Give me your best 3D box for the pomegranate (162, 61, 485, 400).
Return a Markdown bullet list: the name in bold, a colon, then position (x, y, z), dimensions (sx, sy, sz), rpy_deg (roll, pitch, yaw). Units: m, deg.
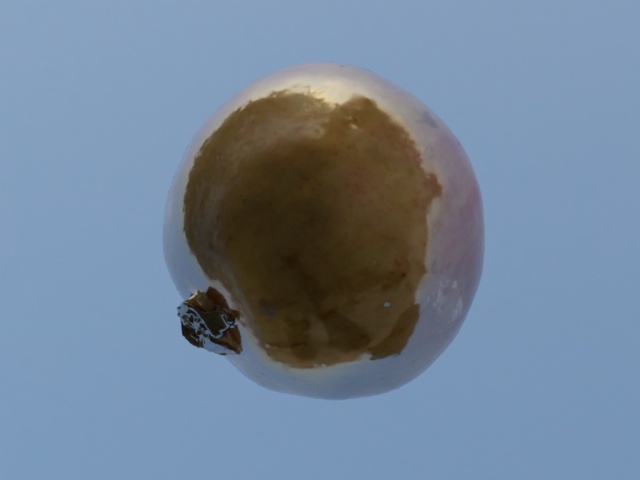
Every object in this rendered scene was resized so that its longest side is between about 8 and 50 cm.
- **pomegranate**: position (0.003, -0.003, 0.989), dimensions (0.191, 0.191, 0.191), rpy_deg (-1, -92, 18)
